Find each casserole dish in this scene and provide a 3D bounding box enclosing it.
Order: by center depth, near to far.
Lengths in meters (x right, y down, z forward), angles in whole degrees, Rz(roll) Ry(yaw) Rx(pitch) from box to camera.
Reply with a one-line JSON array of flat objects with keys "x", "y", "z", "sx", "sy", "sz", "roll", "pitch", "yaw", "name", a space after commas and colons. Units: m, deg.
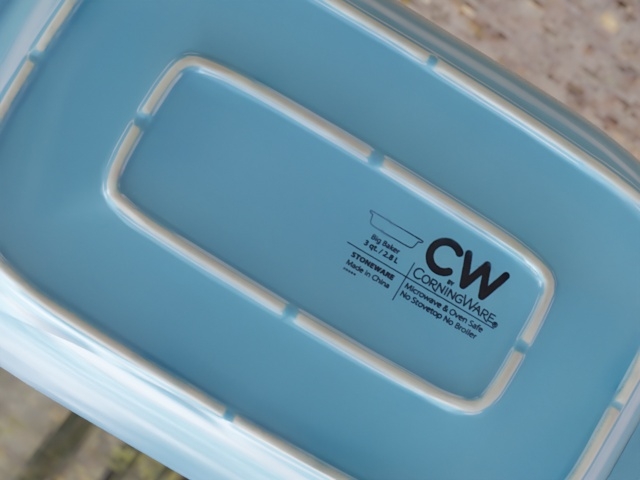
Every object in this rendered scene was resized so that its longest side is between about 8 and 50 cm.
[{"x": 0.000, "y": 0.000, "z": 0.349, "sx": 0.188, "sy": 0.114, "sz": 0.037, "roll": 31, "pitch": 173, "yaw": -8, "name": "casserole dish"}]
